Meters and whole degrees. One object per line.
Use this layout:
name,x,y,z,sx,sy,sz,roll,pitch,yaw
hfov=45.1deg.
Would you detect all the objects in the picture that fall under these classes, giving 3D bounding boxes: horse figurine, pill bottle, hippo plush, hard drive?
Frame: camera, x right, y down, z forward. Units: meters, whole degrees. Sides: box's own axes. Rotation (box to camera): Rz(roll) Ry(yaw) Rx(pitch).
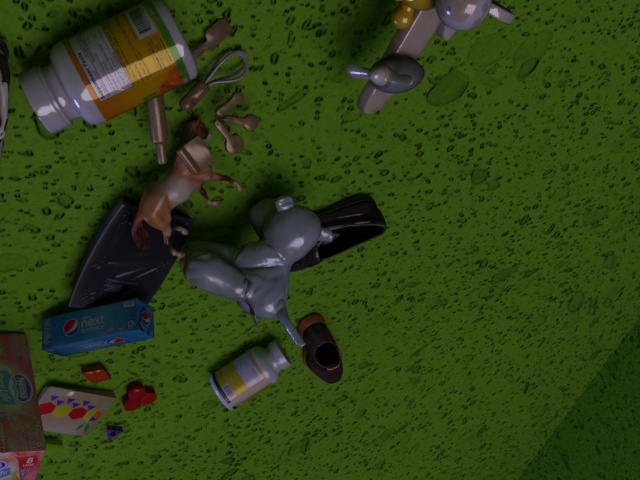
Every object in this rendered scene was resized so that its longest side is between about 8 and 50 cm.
horse figurine,-0.258,-0.079,1.407,0.263,0.066,0.174,-48,138,-7
pill bottle,-0.166,0.321,1.864,0.184,0.103,0.103,-33,138,0
hippo plush,-0.121,0.014,1.507,0.234,0.294,0.236,30,90,-30
hard drive,-0.373,0.032,1.501,0.172,0.054,0.254,13,121,-39
pill bottle,-0.327,-0.263,1.188,0.246,0.136,0.136,-27,138,-6

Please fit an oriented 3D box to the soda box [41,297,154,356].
soda box,-0.438,0.172,1.516,0.210,0.067,0.071,-12,157,13

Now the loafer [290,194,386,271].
loafer,0.000,0.000,1.669,0.303,0.095,0.109,-26,138,-8

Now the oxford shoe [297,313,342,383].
oxford shoe,0.010,0.303,1.959,0.097,0.098,0.271,-29,138,-5

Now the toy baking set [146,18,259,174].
toy baking set,-0.207,-0.243,1.329,0.197,0.030,0.256,-18,118,-24

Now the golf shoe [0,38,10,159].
golf shoe,-0.526,-0.174,1.165,0.105,0.120,0.272,-4,132,-31

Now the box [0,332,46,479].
box,-0.619,0.324,1.440,0.142,0.300,0.154,7,124,-34

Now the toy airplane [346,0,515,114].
toy airplane,0.198,-0.417,1.264,0.384,0.272,0.386,-27,138,-8

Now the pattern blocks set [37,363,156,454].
pattern blocks set,-0.563,0.381,1.733,0.285,0.026,0.325,-44,137,12
